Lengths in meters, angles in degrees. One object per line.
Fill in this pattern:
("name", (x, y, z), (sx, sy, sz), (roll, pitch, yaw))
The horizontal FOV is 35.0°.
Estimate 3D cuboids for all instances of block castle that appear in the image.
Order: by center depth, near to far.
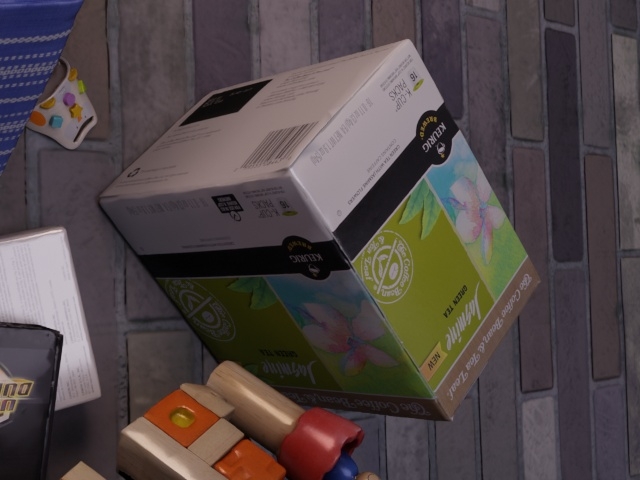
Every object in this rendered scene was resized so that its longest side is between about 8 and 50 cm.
("block castle", (-0.138, 0.339, 0.903), (0.453, 0.213, 0.303), (-36, 152, -51))

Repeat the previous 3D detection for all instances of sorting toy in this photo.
("sorting toy", (-0.267, -0.138, 1.070), (0.083, 0.045, 0.075), (-60, 143, -26))

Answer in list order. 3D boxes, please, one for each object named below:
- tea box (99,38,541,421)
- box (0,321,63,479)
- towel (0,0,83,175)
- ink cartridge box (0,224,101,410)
("tea box", (0.000, 0.000, 1.099), (0.220, 0.329, 0.323), (-51, 119, -32))
("box", (-0.390, 0.211, 0.881), (0.296, 0.073, 0.293), (9, 87, -35))
("towel", (-0.345, -0.084, 0.813), (0.243, 0.336, 0.040), (-18, 66, -47))
("ink cartridge box", (-0.343, 0.094, 0.989), (0.225, 0.056, 0.181), (-13, 97, -23))
